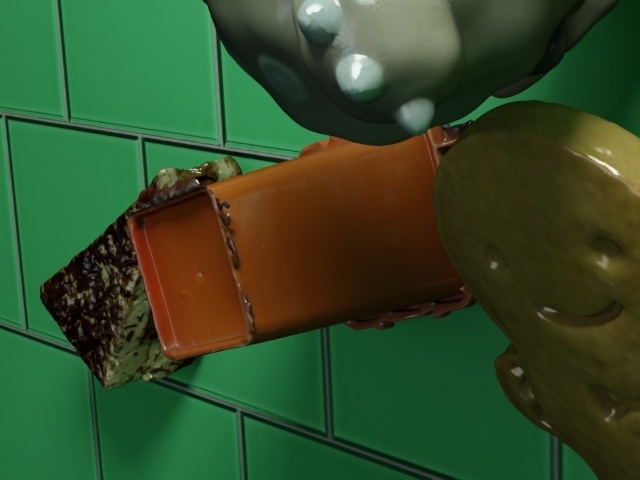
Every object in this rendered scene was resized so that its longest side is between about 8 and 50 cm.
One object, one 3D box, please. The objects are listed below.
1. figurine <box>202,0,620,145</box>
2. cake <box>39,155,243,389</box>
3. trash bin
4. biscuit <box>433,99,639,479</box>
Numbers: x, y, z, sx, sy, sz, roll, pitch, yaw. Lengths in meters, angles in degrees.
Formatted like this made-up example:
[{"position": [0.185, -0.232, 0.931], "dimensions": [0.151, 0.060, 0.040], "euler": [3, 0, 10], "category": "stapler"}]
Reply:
[{"position": [0.083, -0.174, 0.796], "dimensions": [0.248, 0.380, 0.203], "euler": [55, 130, 21], "category": "figurine"}, {"position": [-0.139, 0.037, 1.312], "dimensions": [0.246, 0.112, 0.135], "euler": [-38, 76, 43], "category": "cake"}, {"position": [0.000, 0.000, 1.046], "dimensions": [0.184, 0.238, 0.161], "euler": [-16, 89, 48], "category": "trash bin"}, {"position": [0.193, 0.072, 0.880], "dimensions": [0.275, 0.052, 0.355], "euler": [1, 129, 54], "category": "biscuit"}]
